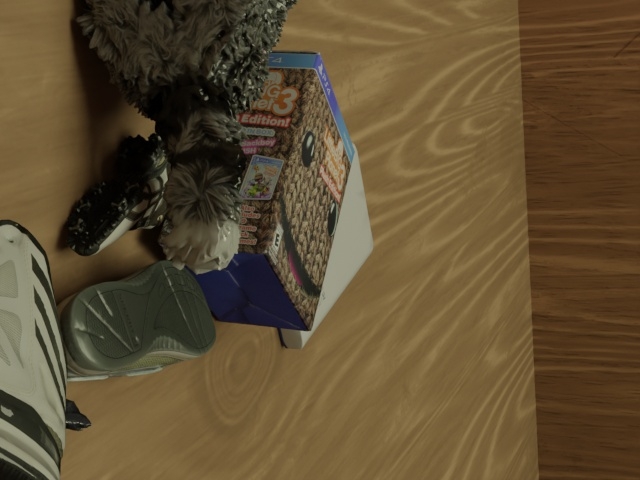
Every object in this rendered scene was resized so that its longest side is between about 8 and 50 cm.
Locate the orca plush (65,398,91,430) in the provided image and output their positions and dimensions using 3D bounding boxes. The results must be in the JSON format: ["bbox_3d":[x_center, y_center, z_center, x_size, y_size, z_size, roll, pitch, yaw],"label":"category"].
[{"bbox_3d":[-0.339,0.226,0.909,0.151,0.102,0.287,38,34,-4],"label":"orca plush"}]

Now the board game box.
[{"bbox_3d":[-0.071,-0.063,1.346,0.232,0.141,0.291,64,35,-59],"label":"board game box"}]

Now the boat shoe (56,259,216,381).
[{"bbox_3d":[-0.216,0.097,1.143,0.118,0.103,0.320,71,19,2],"label":"boat shoe"}]

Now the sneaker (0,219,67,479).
[{"bbox_3d":[-0.360,0.036,0.799,0.447,0.169,0.257,54,16,-36],"label":"sneaker"}]

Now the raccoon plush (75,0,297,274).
[{"bbox_3d":[-0.127,-0.192,1.213,0.299,0.216,0.447,0,96,-71],"label":"raccoon plush"}]

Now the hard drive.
[{"bbox_3d":[0.000,0.000,1.659,0.319,0.040,0.210,-51,136,-54],"label":"hard drive"}]

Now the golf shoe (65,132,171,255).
[{"bbox_3d":[-0.210,-0.035,1.156,0.198,0.077,0.094,-62,144,-43],"label":"golf shoe"}]
